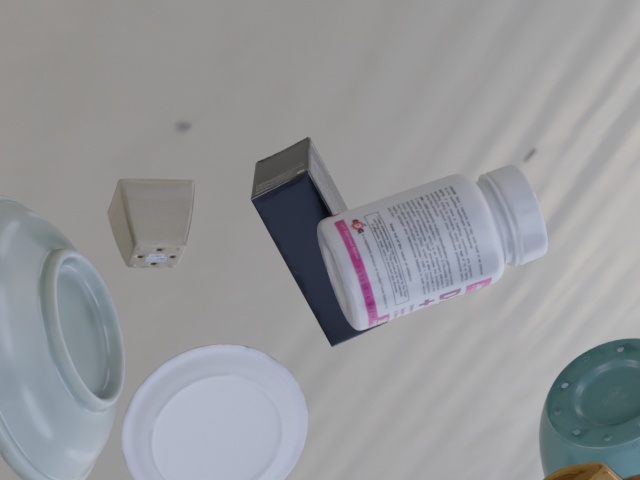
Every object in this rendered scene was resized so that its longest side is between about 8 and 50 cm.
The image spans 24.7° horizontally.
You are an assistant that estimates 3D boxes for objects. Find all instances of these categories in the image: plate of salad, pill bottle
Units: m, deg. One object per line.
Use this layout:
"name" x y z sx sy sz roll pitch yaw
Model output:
"plate of salad" -0.112 0.197 1.545 0.199 0.048 0.200 -5 112 -14
"pill bottle" 0.152 0.004 1.983 0.283 0.160 0.160 -19 154 -6

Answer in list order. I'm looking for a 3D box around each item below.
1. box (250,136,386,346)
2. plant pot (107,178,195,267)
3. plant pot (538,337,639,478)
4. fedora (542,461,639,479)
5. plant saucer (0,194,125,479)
"box" 0.000 0.000 2.183 0.103 0.261 0.184 -25 -163 11
"plant pot" -0.235 -0.019 2.057 0.109 0.096 0.109 0 153 -18
"plant pot" 0.415 0.269 1.880 0.293 0.293 0.235 -40 125 -12
"fedora" 0.254 0.280 1.459 0.194 0.079 0.194 -36 -168 9
"plant saucer" -0.342 0.125 1.904 0.100 0.400 0.400 -15 162 12
